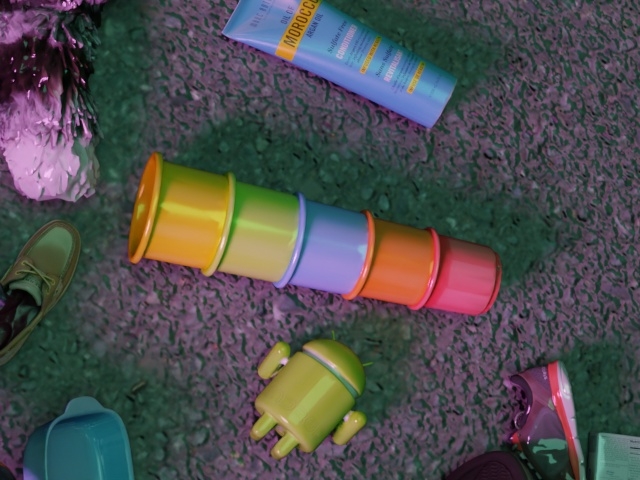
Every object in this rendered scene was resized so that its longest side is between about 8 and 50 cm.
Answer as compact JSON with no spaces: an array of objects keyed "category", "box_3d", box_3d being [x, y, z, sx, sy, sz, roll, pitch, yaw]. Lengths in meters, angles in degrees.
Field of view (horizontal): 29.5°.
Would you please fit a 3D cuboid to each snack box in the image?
[{"category":"snack box","box_3d":[0.332,0.219,1.130,0.178,0.022,0.064,9,79,-14]}]

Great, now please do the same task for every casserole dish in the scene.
[{"category":"casserole dish","box_3d":[-0.188,0.218,0.951,0.037,0.114,0.188,-10,85,23]}]

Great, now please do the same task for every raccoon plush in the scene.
[{"category":"raccoon plush","box_3d":[-0.173,-0.274,0.917,0.216,0.299,0.446,-13,86,-17]}]

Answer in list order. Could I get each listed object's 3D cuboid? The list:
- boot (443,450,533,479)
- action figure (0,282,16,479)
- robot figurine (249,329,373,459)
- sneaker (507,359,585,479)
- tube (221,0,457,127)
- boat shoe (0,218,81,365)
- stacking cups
[{"category":"boot","box_3d":[0.207,0.387,0.998,0.284,0.138,0.377,39,31,-33]},{"category":"action figure","box_3d":[-0.331,0.170,0.899,0.341,0.178,0.330,-20,72,16]},{"category":"robot figurine","box_3d":[-0.009,0.131,1.025,0.101,0.067,0.115,41,73,6]},{"category":"sneaker","box_3d":[0.202,0.188,1.091,0.065,0.061,0.157,-9,83,10]},{"category":"tube","box_3d":[0.020,-0.170,1.092,0.207,0.052,0.080,27,66,-4]},{"category":"boat shoe","box_3d":[-0.236,0.042,0.986,0.050,0.045,0.135,29,76,-10]},{"category":"stacking cups","box_3d":[0.000,0.000,1.043,0.316,0.096,0.096,11,79,-18]}]
